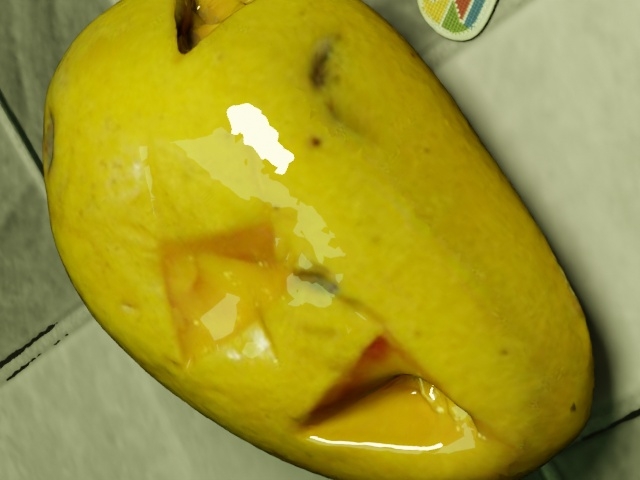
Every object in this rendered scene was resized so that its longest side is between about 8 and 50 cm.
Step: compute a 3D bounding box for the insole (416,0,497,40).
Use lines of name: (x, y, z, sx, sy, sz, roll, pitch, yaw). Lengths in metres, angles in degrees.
insole: (0.099, -0.194, 1.078, 0.065, 0.006, 0.193, 39, 125, 22)

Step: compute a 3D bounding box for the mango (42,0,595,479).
mango: (0.000, 0.000, 1.125, 0.365, 0.182, 0.253, 37, 122, 9)
